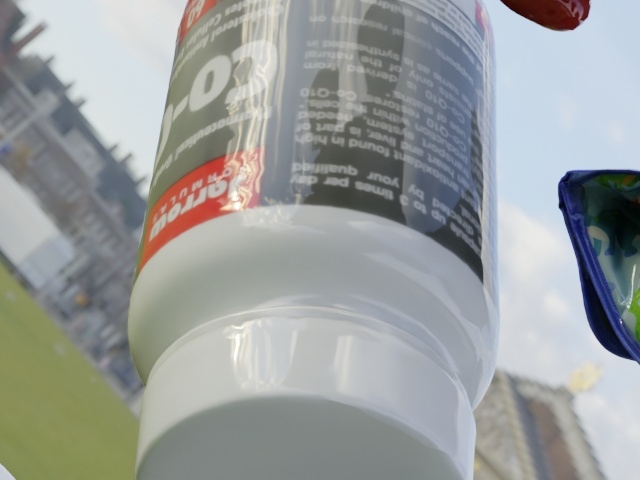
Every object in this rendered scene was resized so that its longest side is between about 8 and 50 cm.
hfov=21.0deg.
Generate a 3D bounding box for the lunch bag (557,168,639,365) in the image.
[{"bbox_3d":[0.188,0.021,0.758,0.129,0.096,0.151,12,27,-37],"label":"lunch bag"}]

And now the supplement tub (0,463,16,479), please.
[{"bbox_3d":[-0.346,0.283,1.155,0.235,0.325,0.235,47,5,-5],"label":"supplement tub"}]

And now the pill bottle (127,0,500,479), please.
[{"bbox_3d":[0.000,0.000,0.780,0.161,0.161,0.283,54,28,-39],"label":"pill bottle"}]

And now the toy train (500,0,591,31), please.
[{"bbox_3d":[0.015,-0.181,0.680,0.248,0.105,0.143,18,20,-27],"label":"toy train"}]
